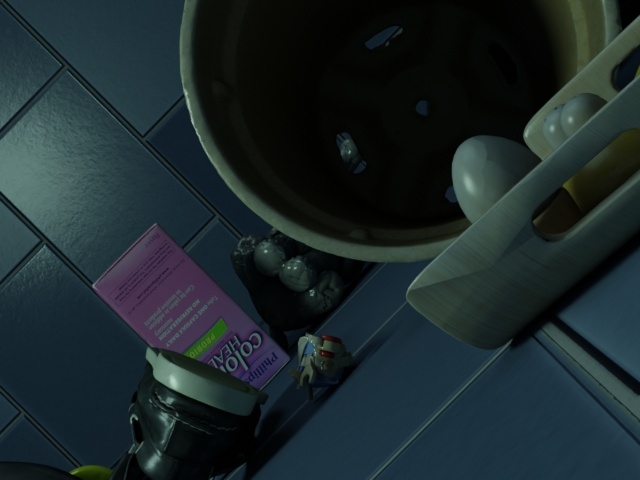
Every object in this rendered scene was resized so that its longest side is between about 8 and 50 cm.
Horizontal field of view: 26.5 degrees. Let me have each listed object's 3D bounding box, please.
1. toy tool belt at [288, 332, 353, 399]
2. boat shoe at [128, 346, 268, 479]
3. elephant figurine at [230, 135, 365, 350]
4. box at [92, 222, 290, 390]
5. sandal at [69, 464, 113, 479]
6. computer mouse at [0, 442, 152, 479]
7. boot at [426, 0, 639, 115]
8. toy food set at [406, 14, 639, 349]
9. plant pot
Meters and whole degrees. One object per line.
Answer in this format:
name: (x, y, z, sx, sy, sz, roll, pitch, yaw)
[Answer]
toy tool belt: (0.001, 0.108, 1.138, 0.083, 0.052, 0.051, 127, 156, -79)
boat shoe: (-0.117, 0.170, 1.243, 0.340, 0.127, 0.113, 164, 128, -81)
elephant figurine: (0.000, 0.000, 1.862, 0.186, 0.169, 0.239, -22, 24, 45)
box: (-0.172, 0.110, 1.786, 0.117, 0.243, 0.213, -46, 2, -9)
sandal: (-0.343, 0.388, 1.582, 0.317, 0.126, 0.138, -37, -2, -9)
computer mouse: (-0.312, 0.282, 1.444, 0.272, 0.072, 0.188, -4, 40, 31)
boot: (0.201, -0.176, 1.511, 0.348, 0.131, 0.260, -43, 3, 42)
toy food set: (0.165, -0.081, 0.749, 0.220, 0.092, 0.306, -45, 2, 28)
plant pot: (0.077, -0.138, 1.166, 0.334, 0.334, 0.305, -45, -9, 3)
